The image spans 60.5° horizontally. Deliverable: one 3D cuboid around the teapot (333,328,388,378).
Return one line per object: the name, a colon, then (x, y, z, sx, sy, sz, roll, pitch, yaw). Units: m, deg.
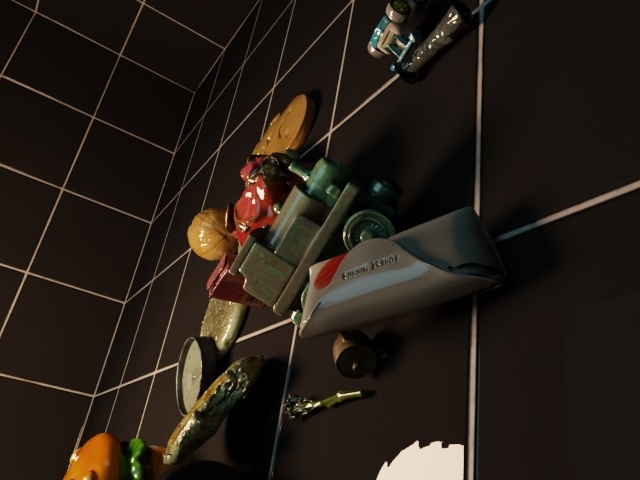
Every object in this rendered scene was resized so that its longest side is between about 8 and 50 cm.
teapot: (0.055, 0.160, 0.870, 0.085, 0.110, 0.080, -21, 26, 4)

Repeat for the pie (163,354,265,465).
pie: (-0.227, 0.353, 1.159, 0.302, 0.067, 0.302, -49, 1, 1)

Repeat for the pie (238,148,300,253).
pie: (-0.137, -0.089, 1.459, 0.339, 0.077, 0.338, -161, 90, -73)

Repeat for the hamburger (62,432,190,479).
hamburger: (-0.518, 0.682, 1.325, 0.396, 0.278, 0.395, -45, 32, 38)

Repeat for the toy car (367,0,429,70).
toy car: (0.183, -0.436, 1.142, 0.161, 0.098, 0.126, -37, -9, -33)

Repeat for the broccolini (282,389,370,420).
broccolini: (0.008, 0.280, 0.937, 0.218, 0.044, 0.042, -25, 32, 47)

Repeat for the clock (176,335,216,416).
clock: (-0.333, 0.360, 1.455, 0.215, 0.042, 0.214, -26, 59, 55)

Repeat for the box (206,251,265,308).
box: (-0.180, 0.096, 1.305, 0.111, 0.156, 0.060, -51, 37, 33)

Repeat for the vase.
vase: (0.215, -0.371, 1.043, 0.167, 0.059, 0.059, -39, 37, 44)

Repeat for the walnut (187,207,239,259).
walnut: (-0.316, -0.019, 1.660, 0.197, 0.165, 0.165, 11, 79, 56)

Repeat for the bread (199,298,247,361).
bread: (-0.271, 0.207, 1.517, 0.267, 0.041, 0.266, -44, 33, 39)

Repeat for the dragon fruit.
dragon fruit: (-0.082, -0.043, 1.152, 0.305, 0.226, 0.305, -40, 38, 40)

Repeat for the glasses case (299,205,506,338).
glasses case: (0.091, 0.046, 0.769, 0.308, 0.083, 0.128, -21, 56, 26)

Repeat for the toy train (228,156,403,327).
toy train: (0.000, 0.000, 0.938, 0.304, 0.222, 0.150, -58, -6, 15)

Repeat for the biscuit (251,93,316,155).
biscuit: (-0.129, -0.295, 1.652, 0.355, 0.052, 0.274, -36, 39, 48)

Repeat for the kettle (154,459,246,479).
kettle: (-0.260, 0.560, 1.029, 0.290, 0.208, 0.268, 140, 139, -56)
